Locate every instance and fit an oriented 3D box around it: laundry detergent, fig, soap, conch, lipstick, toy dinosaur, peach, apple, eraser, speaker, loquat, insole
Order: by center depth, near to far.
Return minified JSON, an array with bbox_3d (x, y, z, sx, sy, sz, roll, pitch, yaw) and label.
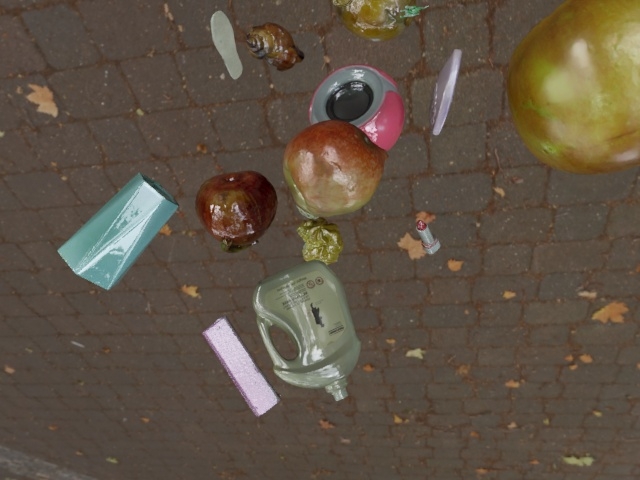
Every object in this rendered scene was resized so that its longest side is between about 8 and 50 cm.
[{"bbox_3d":[0.338,-0.197,0.549,0.237,0.237,0.207,-24,105,31],"label":"apple"},{"bbox_3d":[-0.015,0.174,0.864,0.181,0.253,0.091,-19,163,-16],"label":"laundry detergent"},{"bbox_3d":[-0.086,-0.416,0.998,0.080,0.086,0.232,-10,175,38],"label":"conch"},{"bbox_3d":[-0.195,-0.065,1.094,0.205,0.205,0.205,6,137,5],"label":"fig"},{"bbox_3d":[0.043,-0.176,1.102,0.256,0.232,0.232,-25,136,-12],"label":"peach"},{"bbox_3d":[0.227,-0.549,1.104,0.083,0.062,0.021,-17,125,-1],"label":"toy dinosaur"},{"bbox_3d":[-0.240,-0.496,1.189,0.010,0.063,0.192,35,162,26],"label":"insole"},{"bbox_3d":[-0.211,0.328,1.231,0.259,0.081,0.181,55,165,3],"label":"soap"},{"bbox_3d":[0.141,-0.638,1.248,0.227,0.179,0.179,25,139,15],"label":"loquat"},{"bbox_3d":[0.109,-0.391,1.420,0.294,0.294,0.294,6,137,5],"label":"speaker"},{"bbox_3d":[0.388,-0.480,1.467,0.059,0.204,0.243,13,122,5],"label":"eraser"},{"bbox_3d":[0.395,-0.025,1.741,0.063,0.057,0.186,-41,136,-2],"label":"lipstick"}]

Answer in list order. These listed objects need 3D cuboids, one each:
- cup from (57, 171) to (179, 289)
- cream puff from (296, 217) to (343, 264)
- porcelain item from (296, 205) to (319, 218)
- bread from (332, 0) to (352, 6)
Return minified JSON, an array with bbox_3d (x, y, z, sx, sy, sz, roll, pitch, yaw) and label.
[{"bbox_3d":[-0.424,-0.024,1.002,0.148,0.236,0.134,44,-178,17],"label":"cup"},{"bbox_3d":[0.000,-0.001,1.370,0.121,0.156,0.156,-8,134,14],"label":"cream puff"},{"bbox_3d":[-0.013,-0.201,1.567,0.253,0.253,0.253,6,137,5],"label":"porcelain item"},{"bbox_3d":[0.050,-0.502,0.940,0.049,0.088,0.033,-28,127,31],"label":"bread"}]
